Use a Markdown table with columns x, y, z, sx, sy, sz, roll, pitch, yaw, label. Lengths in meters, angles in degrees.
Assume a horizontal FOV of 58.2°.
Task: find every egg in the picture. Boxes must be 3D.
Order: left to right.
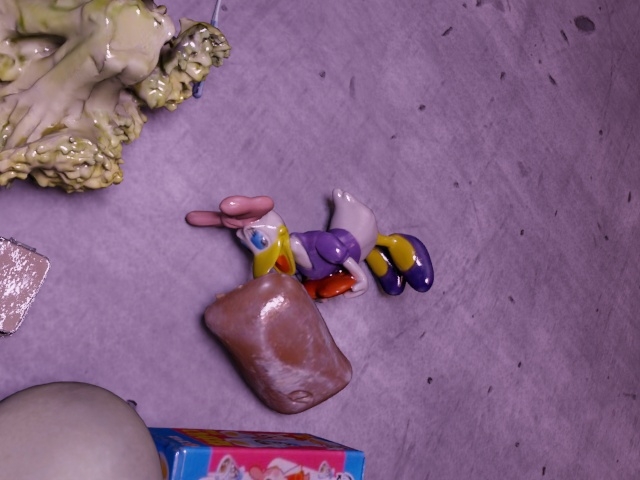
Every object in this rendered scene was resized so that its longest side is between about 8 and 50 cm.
| x | y | z | sx | sy | sz | roll | pitch | yaw | label |
| --- | --- | --- | --- | --- | --- | --- | --- | --- | --- |
| -0.302 | 0.332 | 0.620 | 0.258 | 0.258 | 0.352 | 21 | 76 | -33 | egg |

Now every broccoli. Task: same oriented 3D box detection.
| x | y | z | sx | sy | sz | roll | pitch | yaw | label |
| --- | --- | --- | --- | --- | --- | --- | --- | --- | --- |
| -0.285 | -0.221 | 0.665 | 0.293 | 0.281 | 0.347 | 47 | 59 | -37 | broccoli |

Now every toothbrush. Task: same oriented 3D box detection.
| x | y | z | sx | sy | sz | roll | pitch | yaw | label |
| --- | --- | --- | --- | --- | --- | --- | --- | --- | --- |
| -0.173 | -0.330 | 0.927 | 0.019 | 0.016 | 0.219 | 24 | 71 | -41 | toothbrush |

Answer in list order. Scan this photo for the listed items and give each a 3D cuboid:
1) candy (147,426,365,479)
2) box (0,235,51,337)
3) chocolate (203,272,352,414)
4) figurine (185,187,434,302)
| x | y | z | sx | sy | sz | roll | pitch | yaw | label |
| --- | --- | --- | --- | --- | --- | --- | --- | --- | --- |
| -0.101 | 0.334 | 0.828 | 0.306 | 0.157 | 0.100 | 17 | 76 | -34 | candy |
| -0.386 | 0.055 | 0.700 | 0.084 | 0.069 | 0.122 | 30 | 69 | -30 | box |
| -0.054 | 0.174 | 0.862 | 0.161 | 0.083 | 0.261 | -30 | 121 | 3 | chocolate |
| 0.004 | 0.005 | 0.941 | 0.421 | 0.154 | 0.193 | -1 | 81 | -38 | figurine |
